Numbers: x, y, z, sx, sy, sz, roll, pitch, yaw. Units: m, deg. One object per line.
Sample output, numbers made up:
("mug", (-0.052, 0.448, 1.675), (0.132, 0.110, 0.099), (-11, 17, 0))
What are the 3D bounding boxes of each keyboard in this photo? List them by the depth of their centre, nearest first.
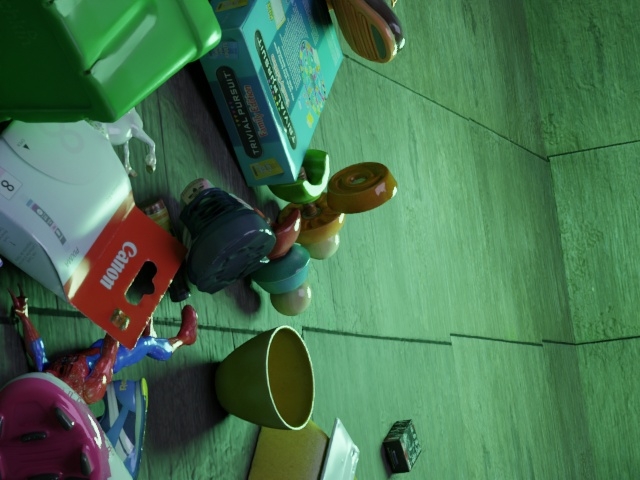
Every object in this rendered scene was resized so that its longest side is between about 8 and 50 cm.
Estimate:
("keyboard", (0.011, 0.354, 1.700), (0.072, 0.014, 0.256), (56, 32, -32))

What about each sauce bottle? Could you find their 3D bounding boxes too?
("sauce bottle", (-0.188, 0.013, 1.556), (0.128, 0.042, 0.042), (69, 26, -17))

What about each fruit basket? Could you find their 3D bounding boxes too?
("fruit basket", (-0.268, -0.342, 1.281), (0.392, 0.282, 0.392), (2, 90, -64))

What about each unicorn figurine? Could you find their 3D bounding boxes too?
("unicorn figurine", (-0.236, -0.123, 1.485), (0.162, 0.060, 0.111), (-38, 115, -64))

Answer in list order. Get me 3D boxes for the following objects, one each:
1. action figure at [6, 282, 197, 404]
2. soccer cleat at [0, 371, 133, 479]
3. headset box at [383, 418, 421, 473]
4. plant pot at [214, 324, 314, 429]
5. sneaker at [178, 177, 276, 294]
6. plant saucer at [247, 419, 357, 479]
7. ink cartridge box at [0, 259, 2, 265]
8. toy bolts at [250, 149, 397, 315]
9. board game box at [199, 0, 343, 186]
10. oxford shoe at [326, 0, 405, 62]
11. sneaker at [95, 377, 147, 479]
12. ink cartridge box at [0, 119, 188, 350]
("action figure", (-0.233, 0.089, 1.369), (0.280, 0.091, 0.139), (-35, 118, -65))
("soccer cleat", (-0.236, 0.263, 1.288), (0.143, 0.116, 0.331), (-83, 157, -68))
("headset box", (0.136, 0.345, 2.144), (0.083, 0.032, 0.062), (-45, 120, -61))
("plant pot", (-0.079, 0.182, 1.659), (0.134, 0.095, 0.134), (-10, 90, -66))
("sneaker", (-0.129, -0.015, 1.526), (0.131, 0.112, 0.319), (60, -9, 3))
("plant saucer", (0.002, 0.432, 1.754), (0.333, 0.081, 0.333), (60, 30, -37))
("ink cartridge box", (-0.385, -0.002, 1.123), (0.208, 0.045, 0.206), (65, 27, -26))
("toy bolts", (0.000, 0.000, 1.817), (0.228, 0.218, 0.159), (-47, 131, -40))
("board game box", (-0.068, -0.281, 1.871), (0.336, 0.079, 0.254), (-70, 149, -48))
("oxford shoe", (0.072, -0.394, 2.004), (0.364, 0.132, 0.130), (-119, -172, -50))
("sneaker", (-0.221, 0.218, 1.394), (0.053, 0.059, 0.144), (-166, -99, -83))
("ink cartridge box", (-0.242, -0.026, 1.318), (0.232, 0.066, 0.189), (36, 37, -9))
